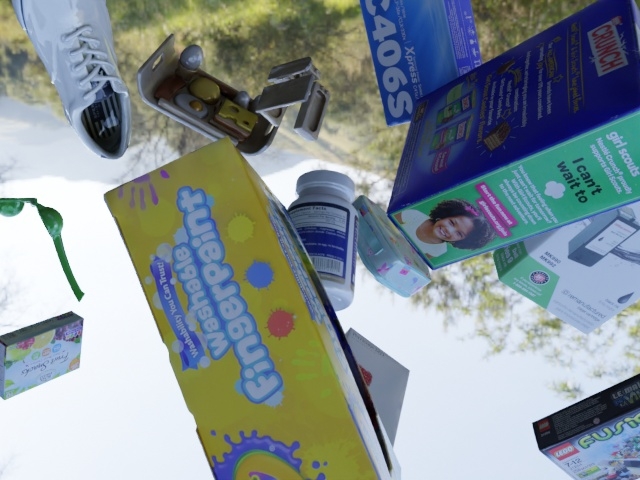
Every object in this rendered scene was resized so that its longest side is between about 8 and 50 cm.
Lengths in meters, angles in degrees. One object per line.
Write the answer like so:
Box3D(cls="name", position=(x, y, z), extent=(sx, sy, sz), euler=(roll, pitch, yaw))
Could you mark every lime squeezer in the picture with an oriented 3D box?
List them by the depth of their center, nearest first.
Box3D(cls="lime squeezer", position=(-0.502, -0.028, 1.113), extent=(0.310, 0.110, 0.059), euler=(36, 180, -20))

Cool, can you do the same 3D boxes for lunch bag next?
Box3D(cls="lunch bag", position=(0.166, 0.013, 1.826), extent=(0.224, 0.108, 0.279), euler=(28, -154, -48))

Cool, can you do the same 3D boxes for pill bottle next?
Box3D(cls="pill bottle", position=(0.000, 0.000, 1.356), extent=(0.153, 0.265, 0.153), euler=(5, 155, 2))

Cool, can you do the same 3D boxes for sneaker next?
Box3D(cls="sneaker", position=(-0.253, -0.197, 0.735), extent=(0.094, 0.258, 0.091), euler=(-33, -120, -20))

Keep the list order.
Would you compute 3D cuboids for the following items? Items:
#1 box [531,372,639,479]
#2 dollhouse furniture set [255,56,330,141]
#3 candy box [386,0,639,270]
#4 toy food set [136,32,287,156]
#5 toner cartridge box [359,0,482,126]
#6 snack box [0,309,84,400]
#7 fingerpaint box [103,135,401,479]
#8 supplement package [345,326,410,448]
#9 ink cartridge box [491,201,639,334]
Box3D(cls="box", position=(0.330, 0.178, 0.664), extent=(0.207, 0.114, 0.036), euler=(-36, -150, 26))
Box3D(cls="dollhouse furniture set", position=(-0.013, -0.276, 1.304), extent=(0.123, 0.144, 0.151), euler=(-4, 151, 41))
Box3D(cls="candy box", position=(0.259, -0.135, 0.842), extent=(0.317, 0.122, 0.268), euler=(-24, -148, 37))
Box3D(cls="toy food set", position=(-0.224, -0.323, 1.466), extent=(0.306, 0.092, 0.220), euler=(28, -144, -11))
Box3D(cls="toner cartridge box", position=(0.149, -0.368, 1.068), extent=(0.075, 0.348, 0.165), euler=(-22, -168, -40))
Box3D(cls="snack box", position=(-0.448, 0.181, 1.074), extent=(0.037, 0.100, 0.141), euler=(26, -155, 26))
Box3D(cls="fingerpaint box", position=(-0.053, 0.141, 0.848), extent=(0.163, 0.445, 0.371), euler=(-25, 169, 3))
Box3D(cls="supplement package", position=(0.051, 0.360, 1.412), extent=(0.177, 0.175, 0.293), euler=(36, -148, -6))
Box3D(cls="ink cartridge box", position=(0.443, -0.014, 1.051), extent=(0.211, 0.289, 0.121), euler=(30, -145, -18))
